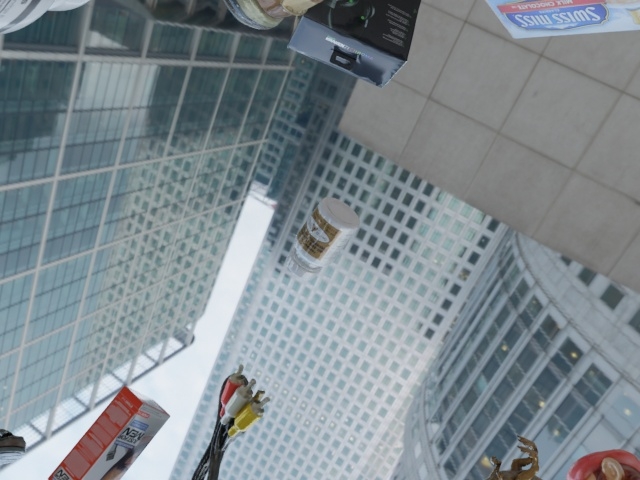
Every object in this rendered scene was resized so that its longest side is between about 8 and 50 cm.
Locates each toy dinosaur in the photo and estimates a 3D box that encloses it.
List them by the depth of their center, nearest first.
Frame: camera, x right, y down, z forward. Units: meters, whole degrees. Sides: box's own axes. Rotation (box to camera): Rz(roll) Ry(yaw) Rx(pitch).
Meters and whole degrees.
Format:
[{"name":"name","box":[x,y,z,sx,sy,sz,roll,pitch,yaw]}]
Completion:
[{"name":"toy dinosaur","box":[0.314,0.369,0.864,0.211,0.112,0.064,14,-174,-13]}]

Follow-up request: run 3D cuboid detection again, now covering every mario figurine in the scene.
[{"name":"mario figurine","box":[0.481,0.443,0.836,0.170,0.198,0.320,3,-176,-15]}]

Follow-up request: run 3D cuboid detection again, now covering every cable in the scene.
[{"name":"cable","box":[-0.196,0.367,1.065,0.072,0.287,0.139,28,-171,-45]}]

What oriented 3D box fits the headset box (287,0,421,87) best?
[{"name":"headset box","box":[0.084,-0.514,1.250,0.246,0.283,0.131,18,163,-15]}]

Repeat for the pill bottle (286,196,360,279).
[{"name":"pill bottle","box":[0.000,0.000,1.606,0.131,0.229,0.131,27,-151,-17]}]

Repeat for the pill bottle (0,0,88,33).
[{"name":"pill bottle","box":[-0.274,-0.223,0.351,0.176,0.176,0.318,26,-158,4]}]

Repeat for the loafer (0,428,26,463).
[{"name":"loafer","box":[-0.751,0.466,1.273,0.096,0.267,0.084,27,-133,-42]}]

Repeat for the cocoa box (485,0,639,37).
[{"name":"cocoa box","box":[0.409,-0.462,0.810,0.228,0.232,0.347,35,175,-33]}]

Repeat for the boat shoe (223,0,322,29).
[{"name":"boat shoe","box":[-0.067,-0.359,0.493,0.119,0.324,0.123,-3,-139,27]}]

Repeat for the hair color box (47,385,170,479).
[{"name":"hair color box","box":[-0.322,0.318,0.869,0.053,0.167,0.093,31,164,28]}]
